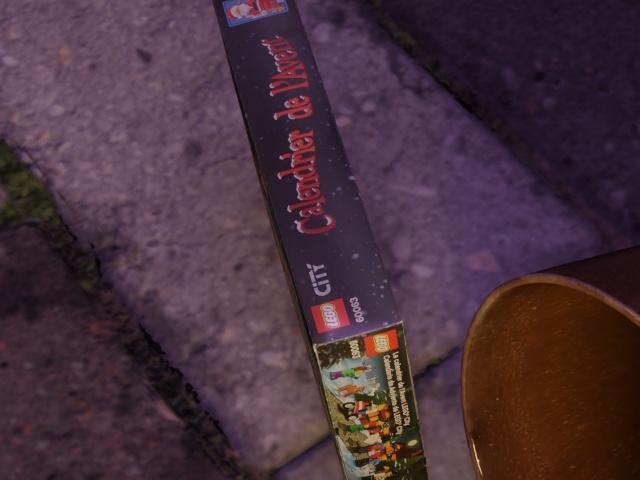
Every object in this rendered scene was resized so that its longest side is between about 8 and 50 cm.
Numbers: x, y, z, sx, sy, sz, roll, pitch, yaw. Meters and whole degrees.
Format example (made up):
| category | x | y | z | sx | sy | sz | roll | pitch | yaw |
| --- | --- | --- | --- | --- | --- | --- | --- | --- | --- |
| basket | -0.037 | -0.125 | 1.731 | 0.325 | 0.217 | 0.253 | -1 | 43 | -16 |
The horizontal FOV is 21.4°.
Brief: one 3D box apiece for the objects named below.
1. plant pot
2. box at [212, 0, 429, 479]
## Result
| category | x | y | z | sx | sy | sz | roll | pitch | yaw |
| --- | --- | --- | --- | --- | --- | --- | --- | --- | --- |
| plant pot | 0.220 | 0.077 | 0.788 | 0.230 | 0.215 | 0.215 | -22 | 52 | -26 |
| box | 0.000 | 0.000 | 0.886 | 0.044 | 0.159 | 0.233 | -15 | 53 | -3 |
